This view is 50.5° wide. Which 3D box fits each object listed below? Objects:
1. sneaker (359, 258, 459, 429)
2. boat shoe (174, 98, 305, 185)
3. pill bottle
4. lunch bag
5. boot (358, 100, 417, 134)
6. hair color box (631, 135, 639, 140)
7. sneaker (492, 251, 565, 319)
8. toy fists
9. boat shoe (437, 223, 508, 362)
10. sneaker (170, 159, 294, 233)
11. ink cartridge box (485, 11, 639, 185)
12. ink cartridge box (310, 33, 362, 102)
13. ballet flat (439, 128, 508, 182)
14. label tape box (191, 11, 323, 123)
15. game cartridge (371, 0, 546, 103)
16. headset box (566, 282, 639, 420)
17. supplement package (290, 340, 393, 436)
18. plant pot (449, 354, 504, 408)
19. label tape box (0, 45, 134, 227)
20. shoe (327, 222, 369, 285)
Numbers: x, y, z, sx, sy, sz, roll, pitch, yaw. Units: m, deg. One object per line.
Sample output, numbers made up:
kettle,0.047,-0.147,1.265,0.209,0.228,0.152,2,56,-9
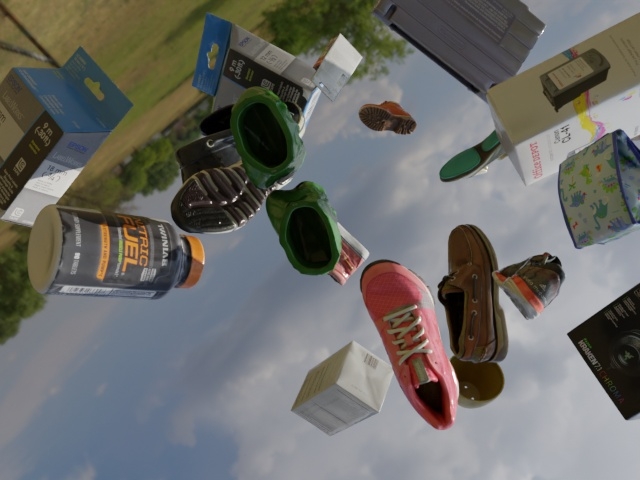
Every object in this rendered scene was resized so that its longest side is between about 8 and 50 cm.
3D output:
sneaker,0.164,0.176,1.138,0.115,0.314,0.136,-24,-168,7
boat shoe,-0.165,-0.227,1.472,0.186,0.156,0.500,-23,-161,27
pill bottle,-0.302,0.023,1.035,0.130,0.245,0.131,-9,-103,47
lunch bag,0.442,-0.078,1.053,0.096,0.151,0.129,-9,165,-28
boot,0.150,-0.305,1.631,0.059,0.157,0.085,-55,-139,35
hair color box,0.756,-0.340,1.652,0.110,0.185,0.338,-24,-164,-35
sneaker,0.227,0.044,0.714,0.065,0.061,0.158,-39,178,7
toy fists,-0.048,-0.080,0.954,0.096,0.279,0.142,-23,-171,11
boat shoe,0.294,0.095,1.369,0.111,0.104,0.307,117,-28,-52
sneaker,-0.167,-0.055,1.134,0.162,0.106,0.281,-35,-179,40
ink cartridge box,0.480,-0.248,1.237,0.306,0.131,0.226,-27,156,13
ink cartridge box,0.023,-0.307,1.219,0.029,0.063,0.115,-3,-128,56
ballet flat,0.357,-0.181,1.466,0.213,0.068,0.072,-38,-142,24
label tape box,-0.187,-0.393,1.762,0.115,0.347,0.249,-61,178,-44
game cartridge,0.316,-0.500,1.528,0.230,0.355,0.068,-58,-166,-8
headset box,0.787,0.246,1.608,0.283,0.131,0.246,-44,-124,28
supplement package,0.052,0.381,1.727,0.244,0.139,0.134,-43,-165,49
plant pot,0.348,0.337,1.575,0.134,0.134,0.095,-55,161,-38
label tape box,-0.574,-0.232,1.392,0.334,0.240,0.106,-49,153,9
shoe,0.000,0.000,1.203,0.081,0.178,0.063,-51,-163,-9
